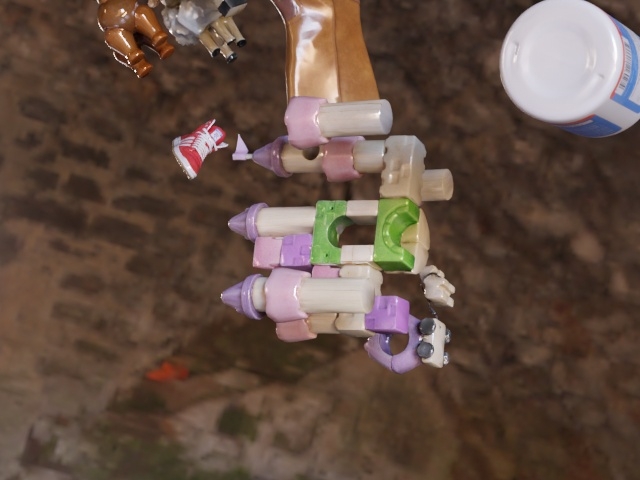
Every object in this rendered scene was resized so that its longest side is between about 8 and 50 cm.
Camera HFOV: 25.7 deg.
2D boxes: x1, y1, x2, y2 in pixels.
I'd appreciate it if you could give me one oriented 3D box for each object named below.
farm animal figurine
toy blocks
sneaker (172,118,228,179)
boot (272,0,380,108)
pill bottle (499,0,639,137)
[{"bbox_3d":[-0.120,-0.346,1.492,0.172,0.330,0.327,50,23,11],"label":"farm animal figurine"},{"bbox_3d":[0.000,0.000,1.773,0.260,0.289,0.309,-2,-18,26],"label":"toy blocks"},{"bbox_3d":[-0.149,-0.116,1.765,0.042,0.067,0.118,63,1,-23],"label":"sneaker"},{"bbox_3d":[-0.052,-0.295,1.897,0.264,0.280,0.096,-4,-3,-32],"label":"boot"},{"bbox_3d":[0.273,-0.170,1.438,0.124,0.124,0.221,12,2,25],"label":"pill bottle"}]
